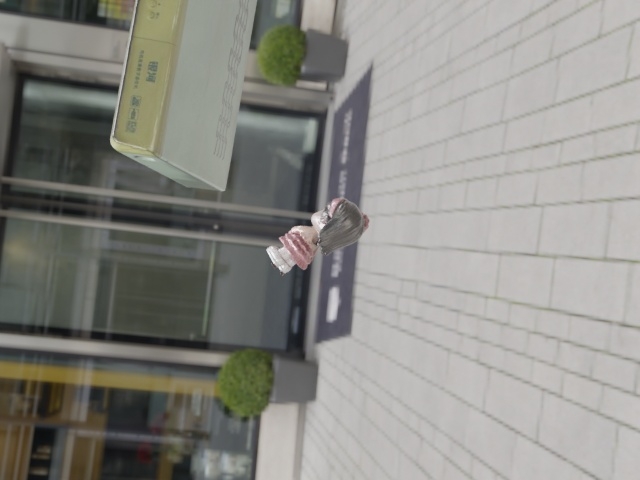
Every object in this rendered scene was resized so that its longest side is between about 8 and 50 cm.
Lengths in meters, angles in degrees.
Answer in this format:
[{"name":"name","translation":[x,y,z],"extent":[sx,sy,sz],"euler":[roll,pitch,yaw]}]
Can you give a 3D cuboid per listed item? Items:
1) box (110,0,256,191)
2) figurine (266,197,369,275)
[{"name":"box","translation":[-0.096,-0.183,0.749],"extent":[0.211,0.045,0.270],"euler":[23,-105,-80]},{"name":"figurine","translation":[0.000,0.000,1.150],"extent":[0.054,0.129,0.072],"euler":[56,-178,40]}]
